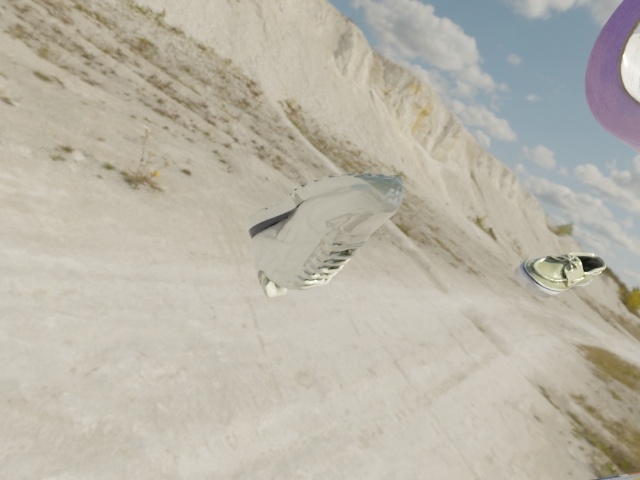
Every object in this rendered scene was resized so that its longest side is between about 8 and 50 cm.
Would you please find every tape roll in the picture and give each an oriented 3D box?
[{"bbox_3d":[0.489,-0.232,0.507,0.090,0.275,0.275,15,20,-31],"label":"tape roll"}]

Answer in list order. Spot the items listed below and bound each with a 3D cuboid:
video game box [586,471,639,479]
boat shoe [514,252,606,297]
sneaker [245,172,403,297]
[{"bbox_3d":[0.443,0.396,0.543,0.187,0.205,0.048,-82,157,-74],"label":"video game box"},{"bbox_3d":[0.608,0.071,1.052,0.302,0.094,0.109,-3,50,-35],"label":"boat shoe"},{"bbox_3d":[0.000,0.000,0.417,0.090,0.095,0.235,3,-14,-30],"label":"sneaker"}]
